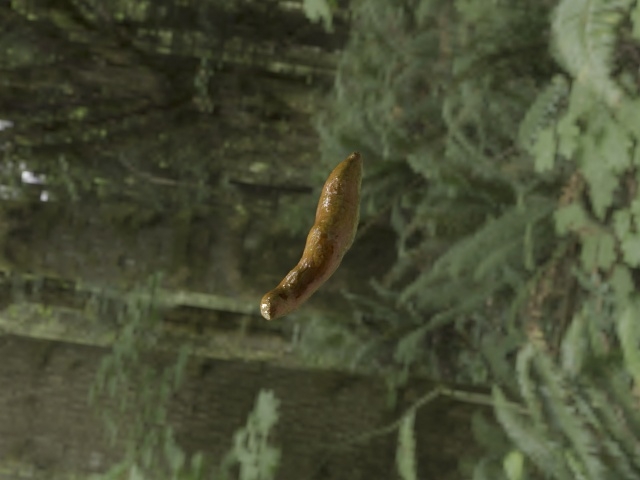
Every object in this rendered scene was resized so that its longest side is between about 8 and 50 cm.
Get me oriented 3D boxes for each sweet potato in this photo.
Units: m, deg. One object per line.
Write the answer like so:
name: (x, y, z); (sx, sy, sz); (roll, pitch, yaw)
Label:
sweet potato: (0.004, -0.001, 1.010); (0.044, 0.044, 0.179); (94, -163, -52)
